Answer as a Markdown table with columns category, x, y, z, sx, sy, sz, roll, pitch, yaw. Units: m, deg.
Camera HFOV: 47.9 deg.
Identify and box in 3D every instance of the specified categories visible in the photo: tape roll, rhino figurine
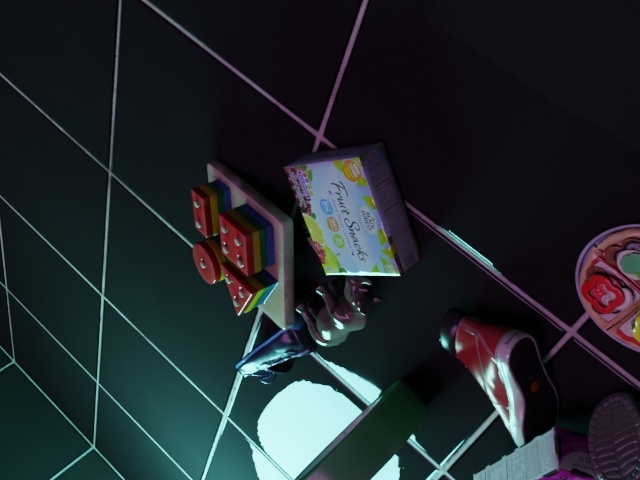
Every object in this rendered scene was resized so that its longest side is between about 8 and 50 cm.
| category | x | y | z | sx | sy | sz | roll | pitch | yaw |
| --- | --- | --- | --- | --- | --- | --- | --- | --- | --- |
| tape roll | 0.056 | 0.386 | 1.296 | 0.077 | 0.321 | 0.321 | 46 | 141 | 10 |
| rhino figurine | 0.039 | 0.122 | 1.313 | 0.106 | 0.073 | 0.243 | 55 | 144 | 8 |

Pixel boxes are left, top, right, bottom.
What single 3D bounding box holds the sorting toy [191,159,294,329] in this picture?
| category | x | y | z | sx | sy | sz | roll | pitch | yaw |
| --- | --- | --- | --- | --- | --- | --- | --- | --- | --- |
| sorting toy | -0.161 | 0.019 | 1.380 | 0.257 | 0.089 | 0.255 | 38 | 140 | 39 |

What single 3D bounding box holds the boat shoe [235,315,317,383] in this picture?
| category | x | y | z | sx | sy | sz | roll | pitch | yaw |
| --- | --- | --- | --- | --- | --- | --- | --- | --- | --- |
| boat shoe | -0.099 | 0.251 | 1.524 | 0.089 | 0.109 | 0.258 | 49 | 143 | 0 |

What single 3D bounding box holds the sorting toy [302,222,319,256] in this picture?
| category | x | y | z | sx | sy | sz | roll | pitch | yaw |
| --- | --- | --- | --- | --- | --- | --- | --- | --- | --- |
| sorting toy | 0.000 | 0.000 | 1.312 | 0.083 | 0.012 | 0.062 | 56 | 146 | -8 |

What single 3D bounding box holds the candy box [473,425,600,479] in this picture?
| category | x | y | z | sx | sy | sz | roll | pitch | yaw |
| --- | --- | --- | --- | --- | --- | --- | --- | --- | --- |
| candy box | 0.365 | 0.379 | 1.122 | 0.159 | 0.071 | 0.233 | 18 | 142 | -12 |

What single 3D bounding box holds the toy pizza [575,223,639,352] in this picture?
| category | x | y | z | sx | sy | sz | roll | pitch | yaw |
| --- | --- | --- | --- | --- | --- | --- | --- | --- | --- |
| toy pizza | 0.423 | 0.072 | 0.926 | 0.201 | 0.032 | 0.201 | 26 | 133 | 30 |

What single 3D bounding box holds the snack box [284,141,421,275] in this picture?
| category | x | y | z | sx | sy | sz | roll | pitch | yaw |
| --- | --- | --- | --- | --- | --- | --- | --- | --- | --- |
| snack box | 0.052 | -0.047 | 1.179 | 0.175 | 0.070 | 0.207 | -1 | 118 | 46 |

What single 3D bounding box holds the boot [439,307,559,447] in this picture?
| category | x | y | z | sx | sy | sz | roll | pitch | yaw |
| --- | --- | --- | --- | --- | --- | --- | --- | --- | --- |
| boot | 0.276 | 0.219 | 1.155 | 0.176 | 0.088 | 0.244 | 20 | 139 | 53 |

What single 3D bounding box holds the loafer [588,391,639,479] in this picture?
| category | x | y | z | sx | sy | sz | roll | pitch | yaw |
| --- | --- | --- | --- | --- | --- | --- | --- | --- | --- |
| loafer | 0.445 | 0.333 | 0.989 | 0.094 | 0.088 | 0.251 | -39 | 44 | 43 |
